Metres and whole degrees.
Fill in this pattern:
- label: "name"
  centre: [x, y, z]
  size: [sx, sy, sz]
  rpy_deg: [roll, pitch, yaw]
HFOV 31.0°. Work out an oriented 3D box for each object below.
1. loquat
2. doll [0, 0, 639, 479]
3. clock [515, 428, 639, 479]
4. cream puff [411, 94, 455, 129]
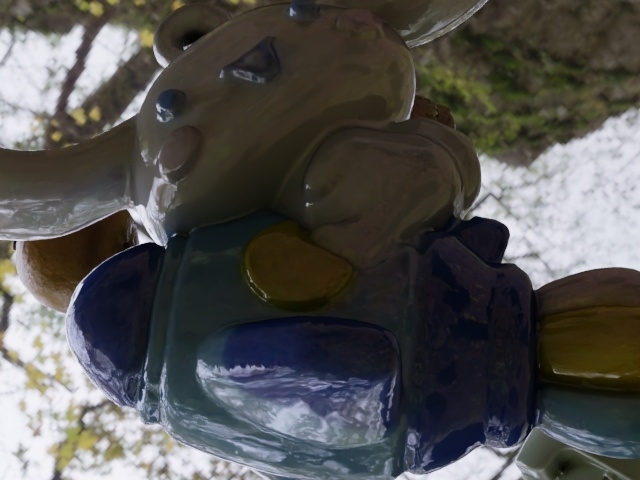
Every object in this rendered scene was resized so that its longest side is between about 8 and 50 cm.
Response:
- label: "loquat"
  centre: [-0.282, 0.013, 1.357]
  size: [0.163, 0.163, 0.137]
  rpy_deg: [61, 173, 32]
- label: "doll"
  centre: [-0.004, -0.002, 0.624]
  size: [0.365, 0.376, 0.187]
  rpy_deg: [62, -165, 25]
- label: "clock"
  centre: [0.248, 0.206, 0.896]
  size: [0.191, 0.062, 0.151]
  rpy_deg: [28, 170, 25]
- label: "cream puff"
  centre: [0.034, -0.063, 0.859]
  size: [0.126, 0.103, 0.144]
  rpy_deg: [7, -172, 12]
